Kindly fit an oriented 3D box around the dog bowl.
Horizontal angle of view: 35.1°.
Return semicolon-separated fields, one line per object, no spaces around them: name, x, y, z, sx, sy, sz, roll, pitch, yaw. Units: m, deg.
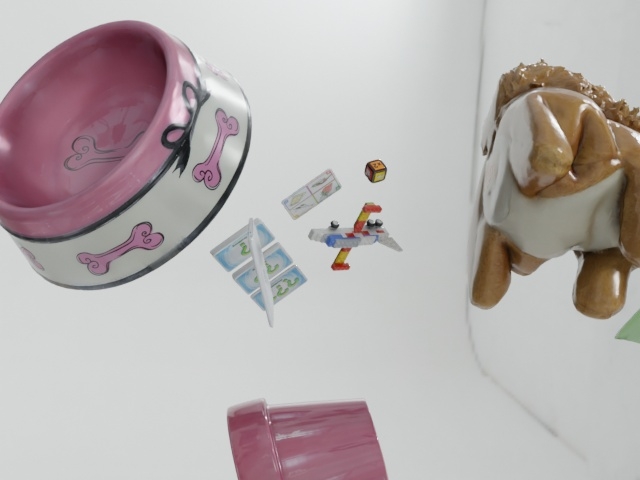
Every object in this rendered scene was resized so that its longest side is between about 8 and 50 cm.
dog bowl;-0.308;-0.139;1.442;0.150;0.408;0.408;48;28;-48

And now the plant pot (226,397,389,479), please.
plant pot;-0.012;0.290;1.317;0.201;0.180;0.201;164;-90;-87

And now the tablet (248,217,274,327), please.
tablet;-0.050;0.027;0.862;0.054;0.006;0.083;-98;175;-66

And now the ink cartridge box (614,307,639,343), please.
ink cartridge box;0.374;0.019;0.856;0.235;0.171;0.056;-55;-128;17

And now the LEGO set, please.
LEGO set;0.000;0.000;1.317;0.060;0.244;0.182;55;-1;35

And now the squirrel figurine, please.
squirrel figurine;0.402;-0.076;1.330;0.397;0.370;0.281;-84;-175;-51
